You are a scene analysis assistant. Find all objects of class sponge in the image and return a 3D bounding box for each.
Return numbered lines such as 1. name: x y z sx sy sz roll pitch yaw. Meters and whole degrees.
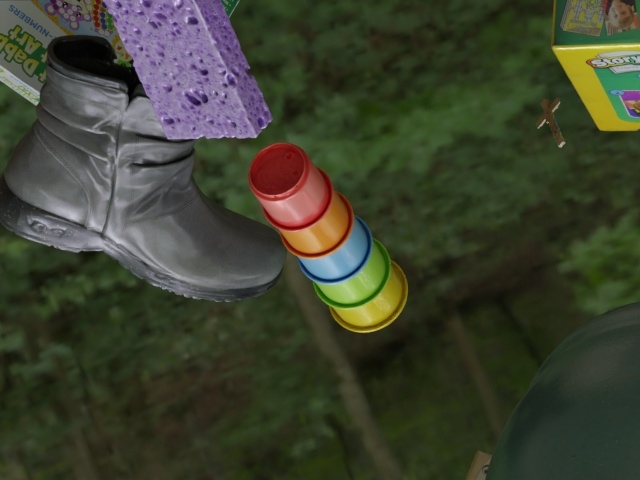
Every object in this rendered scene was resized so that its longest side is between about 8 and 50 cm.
1. sponge: -0.128 -0.183 1.293 0.117 0.210 0.031 4 -141 42

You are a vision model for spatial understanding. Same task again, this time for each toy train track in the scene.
1. toy train track: 0.295 -0.147 1.876 0.048 0.014 0.083 -53 -146 35

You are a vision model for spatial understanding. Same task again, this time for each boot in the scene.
1. boot: -0.148 -0.069 1.531 0.338 0.222 0.118 15 -144 -27

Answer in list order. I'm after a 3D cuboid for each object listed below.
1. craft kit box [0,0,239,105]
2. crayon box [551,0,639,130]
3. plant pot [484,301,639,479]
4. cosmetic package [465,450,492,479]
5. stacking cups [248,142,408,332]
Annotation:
1. craft kit box: -0.251 -0.252 1.699 0.246 0.250 0.061 -61 -158 -14
2. crayon box: 0.496 -0.233 1.849 0.363 0.106 0.313 1 165 21
3. plant pot: 0.217 0.208 0.951 0.293 0.293 0.196 -6 -162 38
4. cosmetic package: 0.166 0.405 1.626 0.113 0.160 0.309 20 -113 16
5. stacking cups: 0.000 0.000 1.556 0.096 0.316 0.096 -9 -116 18
